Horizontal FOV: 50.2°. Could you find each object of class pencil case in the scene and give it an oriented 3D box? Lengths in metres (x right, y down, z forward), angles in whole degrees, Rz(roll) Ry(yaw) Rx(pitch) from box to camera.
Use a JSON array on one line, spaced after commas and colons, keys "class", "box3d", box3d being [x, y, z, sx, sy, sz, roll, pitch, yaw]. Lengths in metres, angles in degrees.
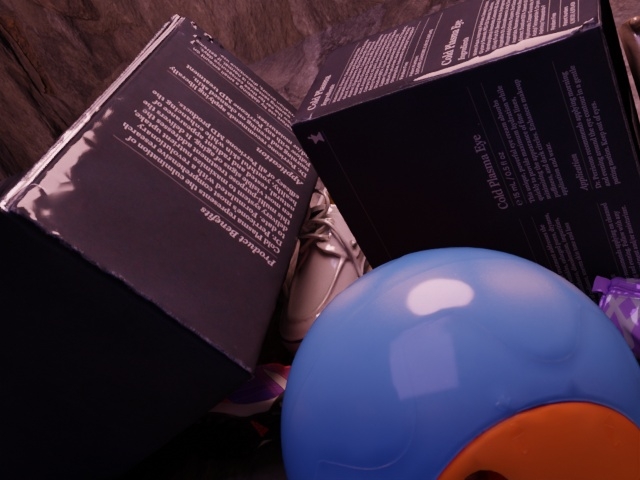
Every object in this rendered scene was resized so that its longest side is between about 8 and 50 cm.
[{"class": "pencil case", "box3d": [0.369, 0.074, 0.638, 0.206, 0.088, 0.086, -4, 45, 40]}]

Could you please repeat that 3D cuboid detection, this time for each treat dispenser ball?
[{"class": "treat dispenser ball", "box3d": [0.112, 0.149, 0.549, 0.288, 0.288, 0.288, -23, 30, 14]}]

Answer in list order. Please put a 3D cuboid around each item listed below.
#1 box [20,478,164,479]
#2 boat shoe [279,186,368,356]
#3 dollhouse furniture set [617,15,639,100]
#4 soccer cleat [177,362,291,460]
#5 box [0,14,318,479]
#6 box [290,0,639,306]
[{"class": "box", "box3d": [-0.207, 0.322, 0.702, 0.220, 0.175, 0.051, 23, 98, 55]}, {"class": "boat shoe", "box3d": [0.008, -0.002, 1.014, 0.135, 0.156, 0.367, -10, 34, 32]}, {"class": "dollhouse furniture set", "box3d": [0.464, -0.166, 0.611, 0.303, 0.356, 0.174, -19, 3, 17]}, {"class": "soccer cleat", "box3d": [-0.032, 0.189, 0.815, 0.318, 0.109, 0.116, -14, 29, 31]}, {"class": "box", "box3d": [-0.272, 0.035, 0.921, 0.480, 0.297, 0.472, -41, 19, 35]}, {"class": "box", "box3d": [0.194, -0.081, 0.776, 0.312, 0.343, 0.179, -12, 35, 28]}]
